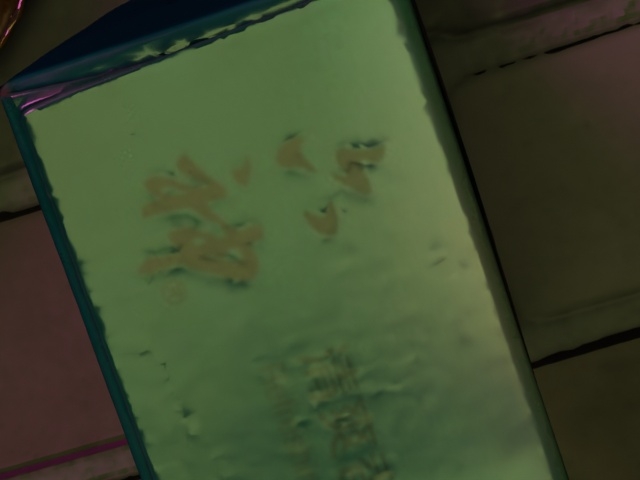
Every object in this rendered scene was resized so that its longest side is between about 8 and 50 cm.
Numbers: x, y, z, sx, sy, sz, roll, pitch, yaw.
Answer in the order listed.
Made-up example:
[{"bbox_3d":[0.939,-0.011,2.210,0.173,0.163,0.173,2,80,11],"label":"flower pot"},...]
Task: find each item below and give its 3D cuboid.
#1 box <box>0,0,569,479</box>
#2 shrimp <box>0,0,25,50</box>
[{"bbox_3d":[0.000,0.000,0.532,0.092,0.245,0.153,-18,101,4],"label":"box"},{"bbox_3d":[-0.178,-0.062,0.624,0.154,0.062,0.294,17,101,-6],"label":"shrimp"}]
